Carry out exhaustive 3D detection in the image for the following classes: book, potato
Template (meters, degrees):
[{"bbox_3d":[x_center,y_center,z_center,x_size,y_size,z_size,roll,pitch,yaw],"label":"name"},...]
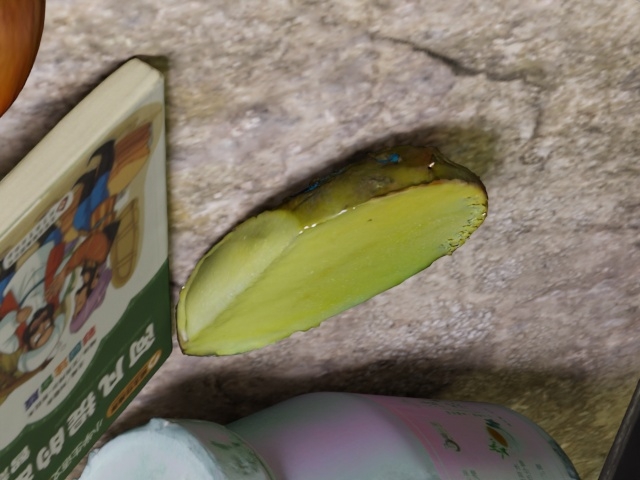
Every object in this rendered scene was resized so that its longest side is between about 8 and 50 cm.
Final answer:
[{"bbox_3d":[-0.146,0.053,1.026,0.202,0.027,0.264,-50,161,-30],"label":"book"},{"bbox_3d":[0.000,0.000,1.120,0.198,0.054,0.119,-35,151,28],"label":"potato"}]

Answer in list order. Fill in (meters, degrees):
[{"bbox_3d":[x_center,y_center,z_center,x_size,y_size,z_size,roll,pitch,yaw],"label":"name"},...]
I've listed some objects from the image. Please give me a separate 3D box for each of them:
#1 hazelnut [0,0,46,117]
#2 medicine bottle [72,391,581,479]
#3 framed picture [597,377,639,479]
[{"bbox_3d":[-0.185,-0.094,0.745,0.182,0.182,0.182,-17,148,-11],"label":"hazelnut"},{"bbox_3d":[0.000,0.218,1.265,0.290,0.245,0.245,6,138,-41],"label":"medicine bottle"},{"bbox_3d":[0.263,0.108,1.301,0.244,0.013,0.324,32,80,-54],"label":"framed picture"}]
